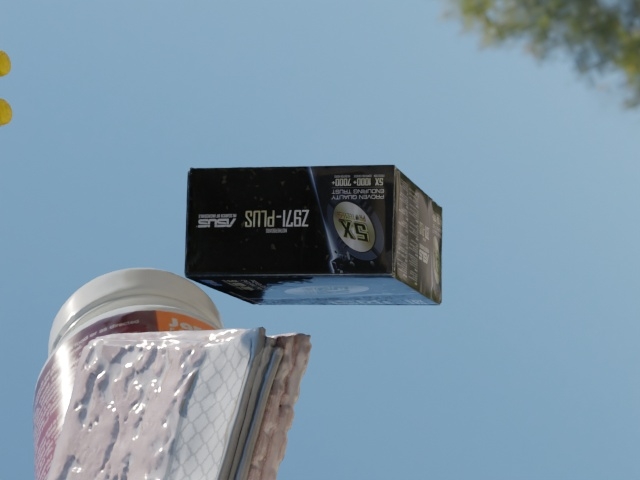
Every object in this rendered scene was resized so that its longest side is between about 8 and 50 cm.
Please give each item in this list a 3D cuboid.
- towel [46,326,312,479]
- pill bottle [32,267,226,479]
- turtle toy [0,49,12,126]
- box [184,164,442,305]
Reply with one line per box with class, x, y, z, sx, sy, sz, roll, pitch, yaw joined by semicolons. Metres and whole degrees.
towel;-0.145;0.226;1.447;0.053;0.317;0.332;24;-109;-29
pill bottle;-0.163;0.201;1.799;0.224;0.224;0.392;54;-171;-29
turtle toy;-0.325;-0.144;1.641;0.066;0.095;0.130;35;-136;-56
box;0.000;0.000;1.330;0.180;0.147;0.077;32;-121;-74
